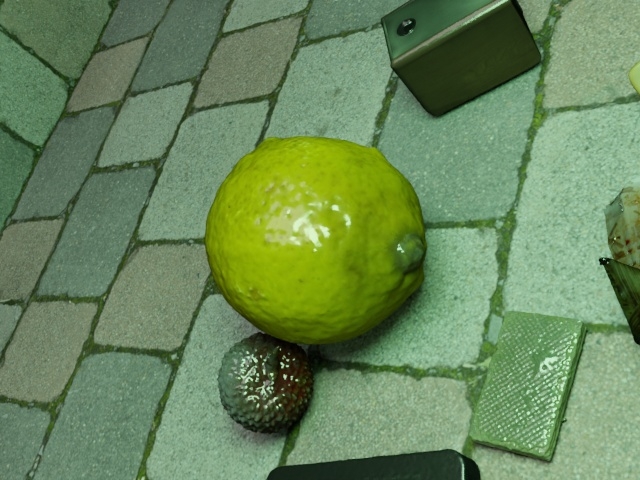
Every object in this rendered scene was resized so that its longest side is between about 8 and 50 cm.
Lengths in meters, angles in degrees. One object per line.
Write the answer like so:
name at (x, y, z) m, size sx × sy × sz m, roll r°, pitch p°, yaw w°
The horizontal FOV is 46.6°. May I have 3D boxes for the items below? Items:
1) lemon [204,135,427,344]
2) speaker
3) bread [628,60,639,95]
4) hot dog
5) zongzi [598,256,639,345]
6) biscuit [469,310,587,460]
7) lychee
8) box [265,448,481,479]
lemon at (0.000, 0.000, 1.189) m, size 0.387 × 0.349 × 0.350 m, roll 13°, pitch 70°, yaw 49°
speaker at (0.253, -0.369, 1.356) m, size 0.230 × 0.192 × 0.153 m, roll -27°, pitch 48°, yaw 24°
bread at (0.611, -0.296, 1.059) m, size 0.311 × 0.121 × 0.173 m, roll -46°, pitch 46°, yaw 4°
hot dog at (0.463, 0.018, 1.004) m, size 0.131 × 0.069 × 0.253 m, roll -13°, pitch 56°, yaw 22°
zongzi at (0.434, 0.073, 0.828) m, size 0.112 × 0.221 × 0.242 m, roll -13°, pitch 65°, yaw -22°
biscuit at (0.289, 0.197, 1.037) m, size 0.121 × 0.040 × 0.200 m, roll 5°, pitch 64°, yaw 40°
lychee at (-0.090, 0.232, 1.226) m, size 0.197 × 0.165 × 0.165 m, roll 117°, pitch 165°, yaw -60°
box at (0.060, 0.420, 1.058) m, size 0.350 × 0.058 × 0.211 m, roll -15°, pitch 55°, yaw 32°
